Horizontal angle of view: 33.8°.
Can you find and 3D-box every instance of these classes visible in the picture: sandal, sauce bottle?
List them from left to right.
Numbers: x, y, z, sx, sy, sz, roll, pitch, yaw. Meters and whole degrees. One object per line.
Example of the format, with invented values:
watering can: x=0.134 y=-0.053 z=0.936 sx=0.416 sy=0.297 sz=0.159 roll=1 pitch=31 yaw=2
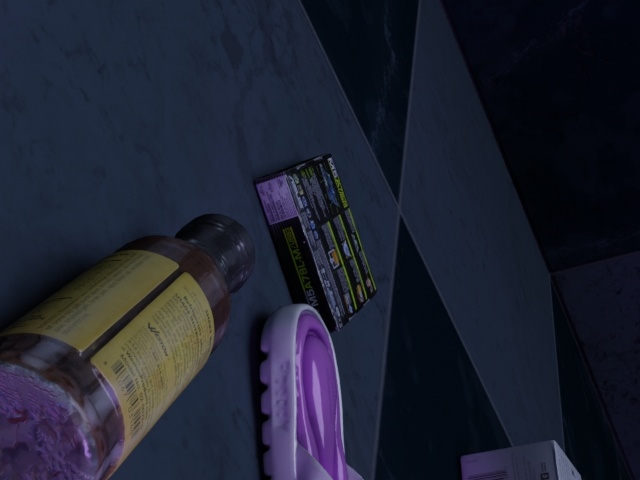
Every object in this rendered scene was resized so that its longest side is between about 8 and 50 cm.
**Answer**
sauce bottle: x=-0.128 y=0.063 z=0.738 sx=0.344 sy=0.111 sz=0.111 roll=-47 pitch=119 yaw=-67
sandal: x=0.023 y=0.258 z=1.007 sx=0.169 sy=0.102 sz=0.416 roll=14 pitch=62 yaw=-67

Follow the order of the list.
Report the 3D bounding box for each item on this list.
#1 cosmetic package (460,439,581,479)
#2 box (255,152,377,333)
cosmetic package: x=0.318 y=0.415 z=1.613 sx=0.183 sy=0.151 sz=0.151 roll=48 pitch=34 yaw=-52
box: x=0.000 y=0.000 z=1.237 sx=0.184 sy=0.045 sz=0.190 roll=-38 pitch=110 yaw=-72
